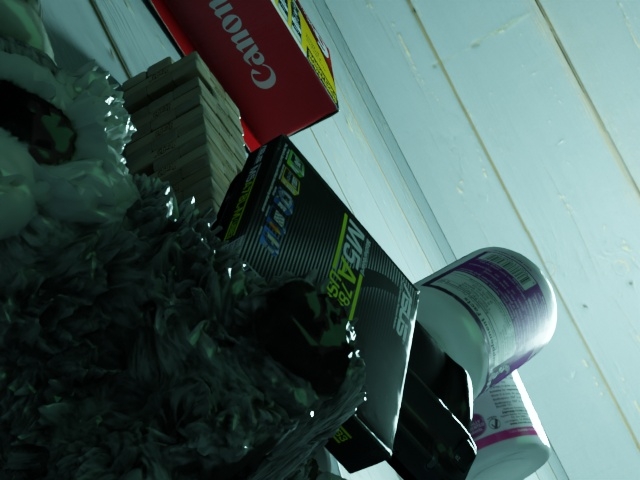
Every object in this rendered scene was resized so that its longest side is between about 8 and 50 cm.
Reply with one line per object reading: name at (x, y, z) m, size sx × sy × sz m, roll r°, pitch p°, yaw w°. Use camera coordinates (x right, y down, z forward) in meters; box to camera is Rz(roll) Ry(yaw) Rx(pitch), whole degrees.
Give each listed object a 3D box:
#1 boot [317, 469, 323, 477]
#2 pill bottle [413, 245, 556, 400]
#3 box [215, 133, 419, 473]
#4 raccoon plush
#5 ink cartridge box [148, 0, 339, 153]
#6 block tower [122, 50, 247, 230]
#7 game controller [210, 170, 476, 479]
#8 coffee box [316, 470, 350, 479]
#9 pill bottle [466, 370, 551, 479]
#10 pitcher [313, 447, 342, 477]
boot at (-0.006, 0.237, 1.022) m, size 0.118 × 0.087 × 0.042 m, roll 39°, pitch -11°, yaw -31°
pill bottle at (0.167, 0.124, 1.611) m, size 0.301 × 0.169 × 0.169 m, roll -24°, pitch 86°, yaw -49°
box at (-0.003, 0.042, 0.919) m, size 0.184 × 0.045 × 0.191 m, roll 48°, pitch 31°, yaw -21°
raccoon plush at (-0.157, 0.059, 0.746) m, size 0.299 × 0.216 × 0.446 m, roll 50°, pitch -23°, yaw 15°
ink cartridge box at (-0.103, -0.292, 1.681) m, size 0.309 × 0.130 × 0.272 m, roll 56°, pitch 15°, yaw -31°
block tower at (-0.121, -0.051, 1.160) m, size 0.097 × 0.091 × 0.335 m, roll 52°, pitch 15°, yaw -38°
game controller at (0.027, 0.077, 1.062) m, size 0.319 × 0.067 × 0.166 m, roll 48°, pitch 21°, yaw -20°
coffee box at (0.054, 0.333, 0.879) m, size 0.168 × 0.119 × 0.297 m, roll 29°, pitch 30°, yaw -34°
pill bottle at (0.208, 0.212, 1.815) m, size 0.160 × 0.160 × 0.283 m, roll 44°, pitch 21°, yaw -57°
pitcher at (-0.020, 0.138, 1.119) m, size 0.207 × 0.125 × 0.178 m, roll -87°, pitch 156°, yaw -49°
